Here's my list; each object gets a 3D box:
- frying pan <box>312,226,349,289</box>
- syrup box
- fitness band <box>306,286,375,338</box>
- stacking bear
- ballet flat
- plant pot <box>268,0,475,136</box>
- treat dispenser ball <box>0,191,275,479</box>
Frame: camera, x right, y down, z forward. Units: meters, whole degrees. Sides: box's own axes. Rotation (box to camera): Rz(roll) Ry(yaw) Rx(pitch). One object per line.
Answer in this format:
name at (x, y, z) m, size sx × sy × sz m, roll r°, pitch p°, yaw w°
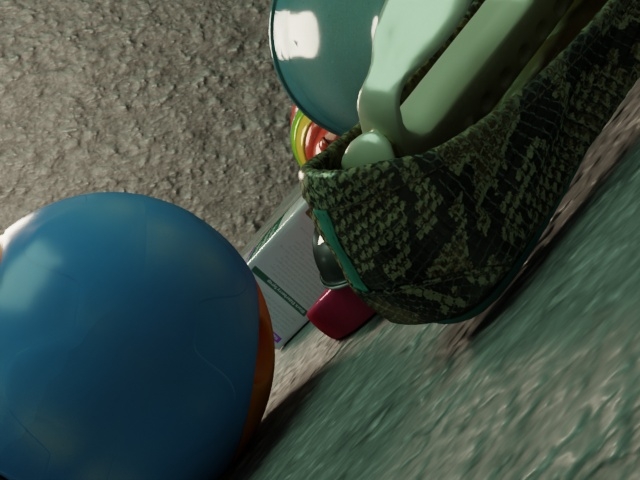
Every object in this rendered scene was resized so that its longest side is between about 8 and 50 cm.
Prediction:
frying pan at (0.058, -0.016, 0.992) m, size 0.197 × 0.053 × 0.326 m, roll -43°, pitch 14°, yaw 18°
syrup box at (0.000, 0.000, 1.375) m, size 0.237 × 0.096 × 0.093 m, roll -45°, pitch 7°, yaw 25°
fitness band at (0.086, -0.034, 1.163) m, size 0.291 × 0.054 × 0.209 m, roll -51°, pitch 6°, yaw -10°
stacking bear at (0.039, -0.145, 1.806) m, size 0.164 × 0.175 × 0.289 m, roll -46°, pitch 13°, yaw 9°
ballet flat at (0.156, -0.165, 0.825) m, size 0.164 × 0.182 × 0.483 m, roll 13°, pitch 57°, yaw 52°
plant pot at (0.109, -0.235, 1.418) m, size 0.271 × 0.272 × 0.255 m, roll -49°, pitch 21°, yaw -6°
treat dispenser ball at (-0.183, 0.101, 1.115) m, size 0.288 × 0.288 × 0.288 m, roll -48°, pitch 6°, yaw 6°
